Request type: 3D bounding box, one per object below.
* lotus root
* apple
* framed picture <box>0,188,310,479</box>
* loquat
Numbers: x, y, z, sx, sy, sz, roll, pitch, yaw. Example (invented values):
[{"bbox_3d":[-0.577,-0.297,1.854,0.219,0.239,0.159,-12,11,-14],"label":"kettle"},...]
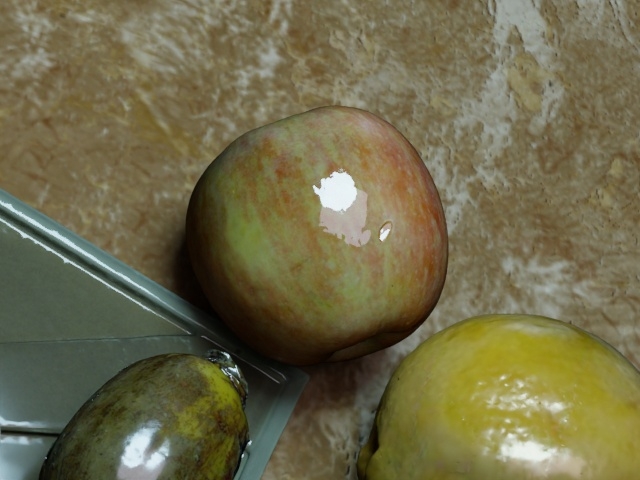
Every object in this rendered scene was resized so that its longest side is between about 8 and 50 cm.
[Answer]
[{"bbox_3d":[-0.123,0.152,1.294,0.120,0.120,0.209,40,54,-3],"label":"lotus root"},{"bbox_3d":[0.000,0.000,1.419,0.188,0.188,0.173,-15,77,-30],"label":"apple"},{"bbox_3d":[-0.255,0.109,1.342,0.446,0.028,0.326,33,56,-8],"label":"framed picture"},{"bbox_3d":[0.144,0.163,1.409,0.238,0.193,0.238,4,47,-5],"label":"loquat"}]
